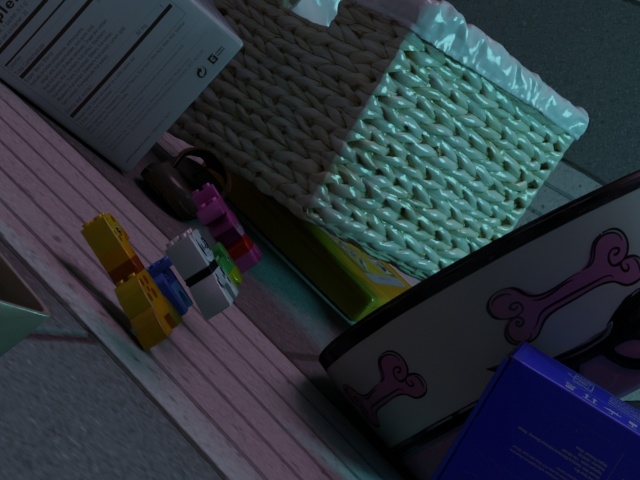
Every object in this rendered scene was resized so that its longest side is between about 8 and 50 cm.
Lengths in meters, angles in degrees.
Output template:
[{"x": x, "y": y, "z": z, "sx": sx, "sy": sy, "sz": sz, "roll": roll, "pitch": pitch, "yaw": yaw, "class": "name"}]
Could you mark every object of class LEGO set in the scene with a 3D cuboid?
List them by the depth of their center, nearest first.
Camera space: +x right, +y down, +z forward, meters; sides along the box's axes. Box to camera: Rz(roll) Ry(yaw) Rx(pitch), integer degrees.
[{"x": -0.109, "y": 0.009, "z": 1.022, "sx": 0.093, "sy": 0.087, "sz": 0.227, "roll": 57, "pitch": 5, "yaw": -5, "class": "LEGO set"}]

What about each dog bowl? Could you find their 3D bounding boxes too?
[{"x": 0.210, "y": 0.076, "z": 1.268, "sx": 0.150, "sy": 0.408, "sz": 0.408, "roll": 64, "pitch": 11, "yaw": 10, "class": "dog bowl"}]

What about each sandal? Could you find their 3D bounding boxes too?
[{"x": -0.130, "y": -0.067, "z": 1.519, "sx": 0.090, "sy": 0.060, "sz": 0.219, "roll": 43, "pitch": 6, "yaw": 5, "class": "sandal"}]

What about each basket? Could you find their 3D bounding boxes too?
[{"x": 0.051, "y": -0.143, "z": 1.657, "sx": 0.331, "sy": 0.266, "sz": 0.328, "roll": 28, "pitch": 4, "yaw": -45, "class": "basket"}]

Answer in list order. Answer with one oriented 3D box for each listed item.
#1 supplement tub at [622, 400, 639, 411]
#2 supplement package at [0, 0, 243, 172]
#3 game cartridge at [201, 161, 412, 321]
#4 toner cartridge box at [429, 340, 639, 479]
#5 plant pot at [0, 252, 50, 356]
[{"x": 0.357, "y": 0.307, "z": 1.411, "sx": 0.316, "sy": 0.193, "sz": 0.193, "roll": 39, "pitch": 7, "yaw": -27, "class": "supplement tub"}, {"x": -0.251, "y": -0.238, "z": 1.402, "sx": 0.293, "sy": 0.175, "sz": 0.177, "roll": 39, "pitch": 9, "yaw": -30, "class": "supplement package"}, {"x": 0.000, "y": 0.000, "z": 1.909, "sx": 0.285, "sy": 0.053, "sz": 0.323, "roll": 44, "pitch": 6, "yaw": 14, "class": "game cartridge"}, {"x": 0.245, "y": 0.233, "z": 1.038, "sx": 0.348, "sy": 0.165, "sz": 0.075, "roll": 32, "pitch": 13, "yaw": 11, "class": "toner cartridge box"}, {"x": -0.182, "y": 0.018, "z": 0.512, "sx": 0.109, "sy": 0.096, "sz": 0.109, "roll": 44, "pitch": 7, "yaw": 23, "class": "plant pot"}]
